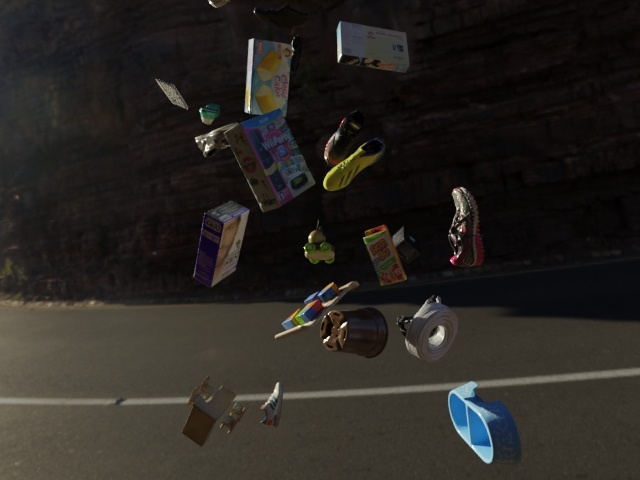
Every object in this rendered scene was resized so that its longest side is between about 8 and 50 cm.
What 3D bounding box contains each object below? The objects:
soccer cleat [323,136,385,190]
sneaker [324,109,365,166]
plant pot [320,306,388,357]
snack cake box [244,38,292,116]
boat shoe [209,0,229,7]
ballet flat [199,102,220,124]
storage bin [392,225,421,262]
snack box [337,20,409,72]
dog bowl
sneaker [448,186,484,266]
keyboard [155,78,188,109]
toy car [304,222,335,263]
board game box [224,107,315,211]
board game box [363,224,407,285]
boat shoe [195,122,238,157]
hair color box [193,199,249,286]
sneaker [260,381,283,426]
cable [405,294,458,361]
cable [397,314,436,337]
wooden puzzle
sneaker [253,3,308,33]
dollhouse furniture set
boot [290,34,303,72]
[{"bbox_3d":[0.126,-0.297,1.632,0.289,0.093,0.121,-36,-19,-12],"label":"soccer cleat"},{"bbox_3d":[0.106,-0.430,1.770,0.276,0.097,0.135,-59,9,-16],"label":"sneaker"},{"bbox_3d":[0.100,0.290,1.363,0.165,0.167,0.166,12,-11,-42],"label":"plant pot"},{"bbox_3d":[-0.201,-0.617,1.643,0.152,0.265,0.089,-1,21,-22],"label":"snack cake box"},{"bbox_3d":[-0.210,-0.744,1.075,0.103,0.118,0.320,13,-42,-44],"label":"boat shoe"},{"bbox_3d":[-0.548,-0.621,2.129,0.083,0.087,0.247,14,22,-8],"label":"ballet flat"},{"bbox_3d":[0.443,0.019,2.205,0.084,0.122,0.180,-46,10,27],"label":"storage bin"},{"bbox_3d":[0.237,-0.871,1.935,0.321,0.187,0.060,4,-20,-13],"label":"snack box"},{"bbox_3d":[0.455,0.520,1.227,0.073,0.166,0.297,-8,4,-6],"label":"dog bowl"},{"bbox_3d":[0.529,-0.053,1.594,0.111,0.300,0.121,-6,-10,6],"label":"sneaker"},{"bbox_3d":[-0.588,-0.580,1.712,0.072,0.014,0.256,16,-3,-5],"label":"keyboard"},{"bbox_3d":[0.000,0.000,2.118,0.148,0.189,0.155,-2,-25,9],"label":"toy car"},{"bbox_3d":[-0.173,-0.287,1.523,0.097,0.304,0.224,-15,18,41],"label":"board game box"},{"bbox_3d":[0.284,0.068,1.922,0.124,0.260,0.039,-20,-1,39],"label":"board game box"},{"bbox_3d":[-0.387,-0.385,1.666,0.112,0.096,0.335,-30,20,-29],"label":"boat shoe"},{"bbox_3d":[-0.429,0.015,1.858,0.110,0.339,0.185,26,31,15],"label":"hair color box"},{"bbox_3d":[-0.185,0.617,1.625,0.075,0.162,0.057,9,-28,-7],"label":"sneaker"},{"bbox_3d":[0.485,0.397,1.849,0.257,0.257,0.089,-44,33,-13],"label":"cable"},{"bbox_3d":[0.452,0.410,1.992,0.184,0.151,0.047,-7,24,29],"label":"cable"},{"bbox_3d":[-0.030,0.296,1.894,0.347,0.081,0.322,-36,-1,-34],"label":"wooden puzzle"},{"bbox_3d":[-0.133,-0.773,1.461,0.170,0.051,0.089,23,-51,-22],"label":"sneaker"},{"bbox_3d":[-0.414,0.652,1.693,0.212,0.161,0.242,31,24,7],"label":"dollhouse furniture set"},{"bbox_3d":[-0.102,-0.759,1.743,0.045,0.121,0.099,19,-4,-1],"label":"boot"}]
